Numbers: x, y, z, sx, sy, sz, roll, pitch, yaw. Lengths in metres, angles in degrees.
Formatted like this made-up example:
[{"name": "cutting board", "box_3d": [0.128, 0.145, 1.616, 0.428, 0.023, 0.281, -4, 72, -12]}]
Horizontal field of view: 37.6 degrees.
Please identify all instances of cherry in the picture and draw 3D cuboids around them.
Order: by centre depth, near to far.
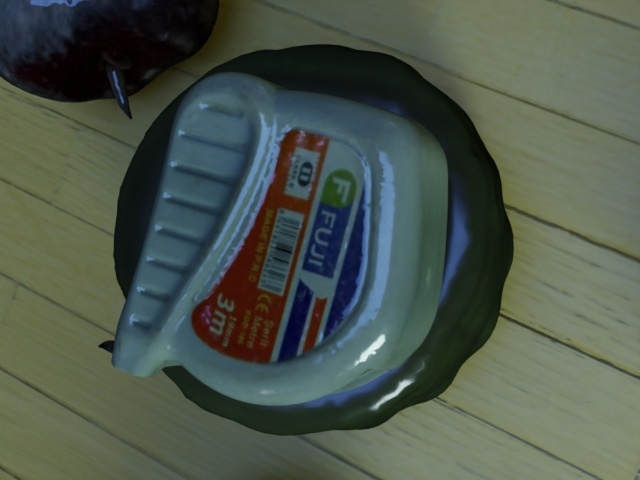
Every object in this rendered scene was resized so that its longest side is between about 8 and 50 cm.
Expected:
[{"name": "cherry", "box_3d": [-0.233, -0.263, 0.967, 0.254, 0.218, 0.296, -23, 68, 16]}]

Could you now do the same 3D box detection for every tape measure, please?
[{"name": "tape measure", "box_3d": [-0.026, 0.008, 0.720, 0.246, 0.125, 0.243, 17, 96, 21]}]

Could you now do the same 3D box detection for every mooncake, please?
[{"name": "mooncake", "box_3d": [0.000, 0.000, 0.877, 0.356, 0.194, 0.357, -2, 83, 16]}]
